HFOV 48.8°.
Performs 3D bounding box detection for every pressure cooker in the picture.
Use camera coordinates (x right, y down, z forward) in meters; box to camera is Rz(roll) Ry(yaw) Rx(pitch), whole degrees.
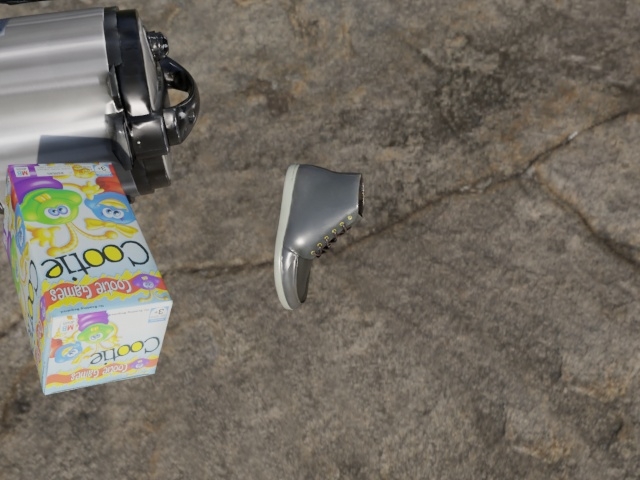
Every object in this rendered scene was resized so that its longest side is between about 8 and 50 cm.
[{"bbox_3d":[-0.439,-0.247,1.333,0.420,0.375,0.370,-11,76,-9],"label":"pressure cooker"}]

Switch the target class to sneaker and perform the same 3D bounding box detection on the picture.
[{"bbox_3d":[0.000,0.000,1.051,0.118,0.222,0.083,6,7,13],"label":"sneaker"}]

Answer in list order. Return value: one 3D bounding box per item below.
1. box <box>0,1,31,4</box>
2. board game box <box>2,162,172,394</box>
[{"bbox_3d":[-0.296,-0.423,0.616,0.212,0.395,0.293,-3,17,6],"label":"box"},{"bbox_3d":[-0.312,0.037,0.920,0.144,0.142,0.275,-6,46,-32],"label":"board game box"}]
